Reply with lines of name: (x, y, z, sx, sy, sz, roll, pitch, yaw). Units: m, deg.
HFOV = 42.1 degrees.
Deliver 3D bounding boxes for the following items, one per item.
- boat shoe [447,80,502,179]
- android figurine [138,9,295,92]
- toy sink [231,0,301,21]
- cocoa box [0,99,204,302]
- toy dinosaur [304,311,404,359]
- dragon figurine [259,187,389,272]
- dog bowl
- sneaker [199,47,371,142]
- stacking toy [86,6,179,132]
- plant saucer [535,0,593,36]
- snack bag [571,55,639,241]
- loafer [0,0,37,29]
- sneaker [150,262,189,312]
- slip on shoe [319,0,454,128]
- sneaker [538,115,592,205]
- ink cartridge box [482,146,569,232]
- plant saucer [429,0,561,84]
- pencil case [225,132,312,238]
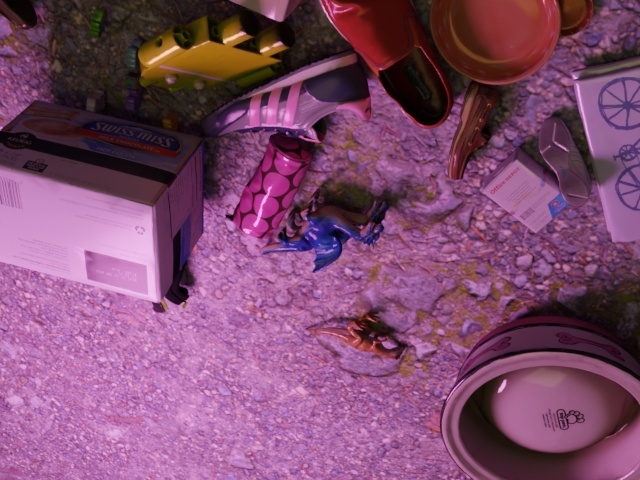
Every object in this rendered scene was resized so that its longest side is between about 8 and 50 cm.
boat shoe: (0.252, -0.174, 1.377, 0.060, 0.064, 0.178, 17, 124, 9)
android figurine: (-0.180, -0.296, 1.349, 0.273, 0.248, 0.056, -14, 81, 36)
toy sink: (-0.061, -0.473, 1.222, 0.131, 0.153, 0.234, 24, 128, 2)
cocoa box: (-0.407, -0.077, 1.508, 0.347, 0.228, 0.231, 14, 130, 9)
toy dinosaur: (0.069, 0.196, 1.693, 0.211, 0.064, 0.112, 19, 128, 6)
dragon figurine: (0.000, 0.000, 1.567, 0.144, 0.085, 0.289, 42, 124, -12)
dog bowl: (0.436, 0.314, 1.570, 0.408, 0.150, 0.408, 7, 125, 10)
sneaker: (-0.061, -0.211, 1.416, 0.319, 0.112, 0.131, -18, 103, 29)
stacking toy: (-0.331, -0.299, 1.499, 0.167, 0.052, 0.221, 17, 125, 5)
plant saucer: (0.367, -0.348, 1.251, 0.083, 0.013, 0.083, 9, 126, 13)
snack bag: (0.594, -0.158, 1.292, 0.342, 0.037, 0.323, -10, 120, 25)
loafer: (-0.570, -0.427, 1.487, 0.148, 0.056, 0.050, 44, 127, -1)
sneaker: (-0.330, 0.040, 1.728, 0.097, 0.084, 0.234, -17, 118, -11)
slip on shoe: (0.107, -0.310, 1.293, 0.123, 0.101, 0.331, -32, 112, 13)
sneaker: (0.403, -0.133, 1.366, 0.054, 0.061, 0.152, -18, 97, 36)
ink cartridge box: (0.350, -0.086, 1.412, 0.122, 0.052, 0.088, 36, 126, -9)
plant saucer: (0.267, -0.337, 1.267, 0.200, 0.037, 0.200, 13, 128, 17)
pencil case: (-0.093, -0.103, 1.529, 0.095, 0.098, 0.209, 8, 132, -31)
